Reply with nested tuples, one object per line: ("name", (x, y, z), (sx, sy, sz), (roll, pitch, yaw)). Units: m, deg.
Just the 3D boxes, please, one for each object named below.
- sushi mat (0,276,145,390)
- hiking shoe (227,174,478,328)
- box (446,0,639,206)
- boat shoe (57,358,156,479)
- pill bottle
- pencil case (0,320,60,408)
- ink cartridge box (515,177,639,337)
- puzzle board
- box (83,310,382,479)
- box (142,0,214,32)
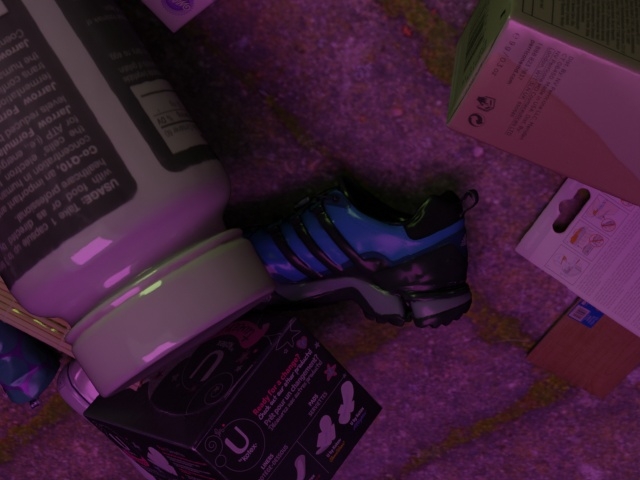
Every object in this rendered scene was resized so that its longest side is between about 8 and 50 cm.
("sushi mat", (-0.270, 0.008, 1.329), (0.317, 0.019, 0.151), (25, 99, 20))
("hiking shoe", (0.000, 0.000, 1.359), (0.304, 0.113, 0.132), (5, 99, 14))
("box", (0.273, -0.116, 1.173), (0.311, 0.148, 0.121), (23, 129, -6))
("boat shoe", (-0.181, 0.199, 1.541), (0.226, 0.083, 0.076), (37, 126, -18))
("pill bottle", (-0.203, -0.066, 1.172), (0.204, 0.204, 0.361), (-34, 86, 31))
("pencil case", (-0.348, 0.110, 1.512), (0.070, 0.064, 0.151), (-39, 115, 1))
("ink cartridge box", (0.297, 0.004, 1.335), (0.179, 0.045, 0.145), (36, 123, 5))
("puzzle board", (0.281, 0.099, 1.427), (0.096, 0.011, 0.128), (27, 127, -10))
("box", (-0.091, 0.163, 1.381), (0.142, 0.163, 0.247), (48, 158, -25))
("box", (-0.203, -0.311, 1.154), (0.067, 0.063, 0.324), (-31, 117, 30))
